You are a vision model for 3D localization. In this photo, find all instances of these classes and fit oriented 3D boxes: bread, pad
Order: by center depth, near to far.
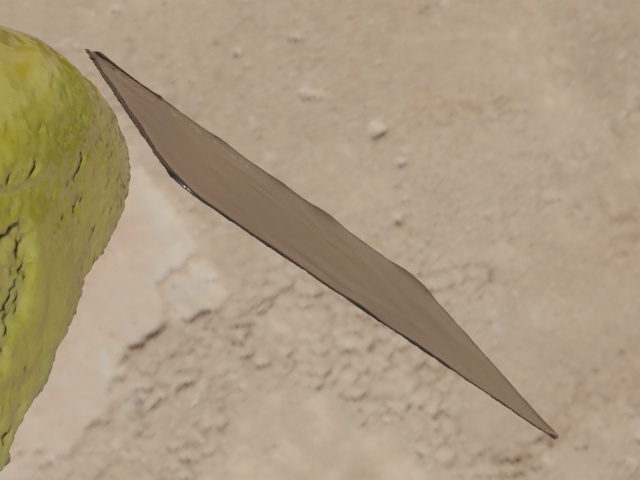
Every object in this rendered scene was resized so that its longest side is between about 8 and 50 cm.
[{"bbox_3d":[-0.121,-0.005,0.447,0.086,0.156,0.125,11,144,17],"label":"bread"},{"bbox_3d":[0.000,0.000,0.466,0.157,0.112,0.003,34,99,-32],"label":"pad"}]
